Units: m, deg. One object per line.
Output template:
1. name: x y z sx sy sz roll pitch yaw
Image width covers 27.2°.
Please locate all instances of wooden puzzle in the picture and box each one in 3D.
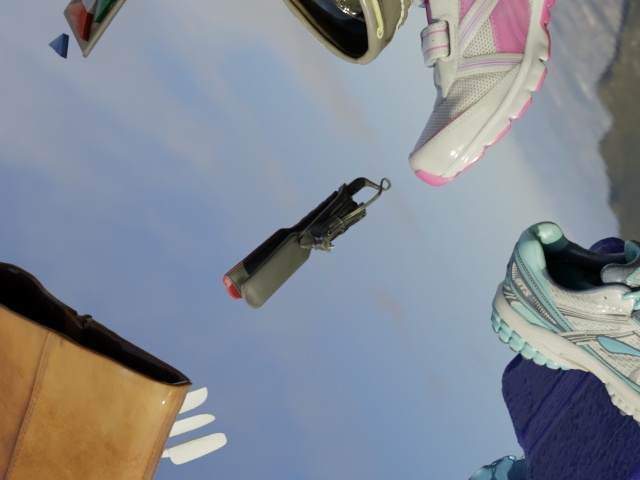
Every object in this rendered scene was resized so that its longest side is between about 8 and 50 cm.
1. wooden puzzle: -0.169 -0.182 0.993 0.014 0.116 0.078 22 -160 -38

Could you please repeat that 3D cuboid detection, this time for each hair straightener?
1. hair straightener: 0.000 0.000 1.505 0.089 0.230 0.047 26 147 54

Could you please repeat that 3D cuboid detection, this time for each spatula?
1. spatula: -0.256 0.282 1.817 0.168 0.242 0.019 79 170 -57

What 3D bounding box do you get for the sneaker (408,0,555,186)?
1. sneaker: 0.104 -0.160 0.917 0.111 0.252 0.103 23 170 -7

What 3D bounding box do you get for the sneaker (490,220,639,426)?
1. sneaker: 0.272 0.073 1.109 0.110 0.283 0.122 -37 -40 -44

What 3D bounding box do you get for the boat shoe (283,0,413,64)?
1. boat shoe: -0.028 -0.281 1.108 0.305 0.109 0.091 50 -137 -26

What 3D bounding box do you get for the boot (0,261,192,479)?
1. boot: -0.107 0.184 0.675 0.264 0.281 0.096 33 -157 33

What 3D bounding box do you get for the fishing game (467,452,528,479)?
1. fishing game: 0.255 0.336 1.565 0.041 0.264 0.189 110 155 -57

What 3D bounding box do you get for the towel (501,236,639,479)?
1. towel: 0.280 0.168 1.298 0.076 0.228 0.308 19 -149 -16
